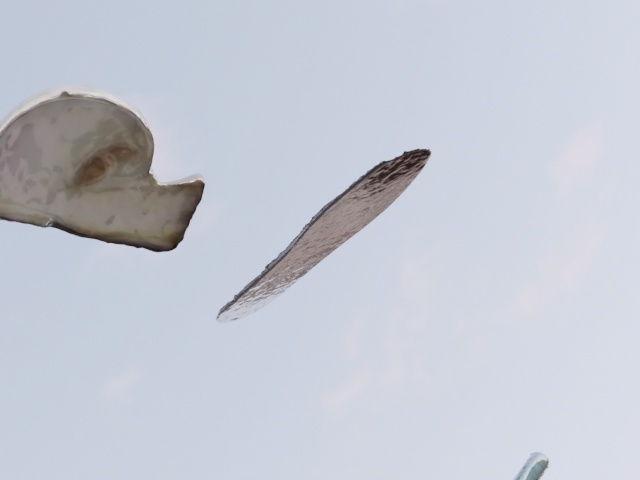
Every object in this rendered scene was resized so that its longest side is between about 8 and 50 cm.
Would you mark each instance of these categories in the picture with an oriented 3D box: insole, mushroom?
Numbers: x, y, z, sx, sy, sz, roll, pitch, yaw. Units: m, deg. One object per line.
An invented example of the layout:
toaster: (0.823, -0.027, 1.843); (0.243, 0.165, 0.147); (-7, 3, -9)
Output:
insole: (0.000, 0.000, 1.520); (0.111, 0.007, 0.328); (-9, -25, -46)
mushroom: (-0.239, -0.099, 1.595); (0.236, 0.173, 0.162); (10, -67, -13)

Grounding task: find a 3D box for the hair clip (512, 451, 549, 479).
hair clip: (0.091, 0.386, 1.099); (0.392, 0.238, 0.318); (-21, -34, -54)
